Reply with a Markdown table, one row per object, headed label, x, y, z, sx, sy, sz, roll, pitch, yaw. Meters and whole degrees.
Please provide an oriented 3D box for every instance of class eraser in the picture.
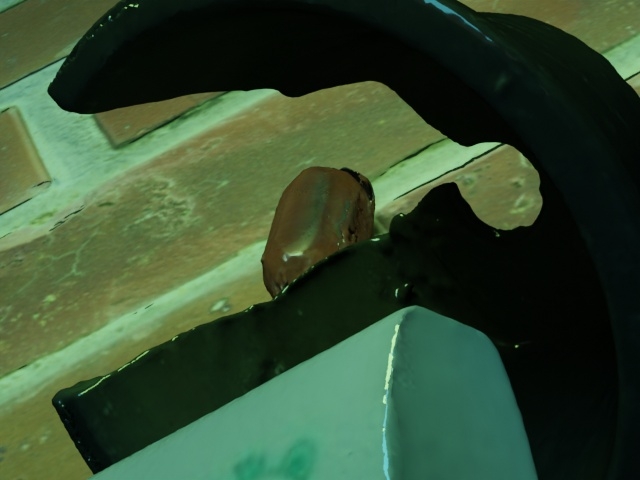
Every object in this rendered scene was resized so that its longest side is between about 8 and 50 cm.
| label | x | y | z | sx | sy | sz | roll | pitch | yaw |
| --- | --- | --- | --- | --- | --- | --- | --- | --- | --- |
| eraser | -0.033 | 0.170 | 0.691 | 0.290 | 0.104 | 0.189 | -32 | 45 | 38 |

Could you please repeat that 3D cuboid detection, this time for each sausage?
| label | x | y | z | sx | sy | sz | roll | pitch | yaw |
| --- | --- | --- | --- | --- | --- | --- | --- | --- | --- |
| sausage | 0.000 | 0.000 | 1.061 | 0.076 | 0.076 | 0.141 | -13 | 36 | 16 |

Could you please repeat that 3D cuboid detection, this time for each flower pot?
| label | x | y | z | sx | sy | sz | roll | pitch | yaw |
| --- | --- | --- | --- | --- | --- | --- | --- | --- | --- |
| flower pot | 0.060 | 0.013 | 0.818 | 0.379 | 0.379 | 0.251 | 1 | 19 | 33 |
